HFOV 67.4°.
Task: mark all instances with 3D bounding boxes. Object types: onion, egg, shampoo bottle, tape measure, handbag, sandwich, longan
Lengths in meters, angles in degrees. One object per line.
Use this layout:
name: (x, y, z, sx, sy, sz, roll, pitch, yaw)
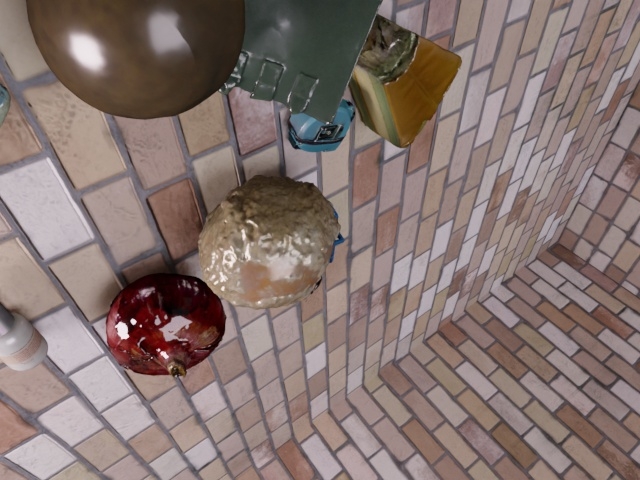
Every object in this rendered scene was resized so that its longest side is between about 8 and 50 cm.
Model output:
onion: (-0.310, 0.186, 0.993, 0.252, 0.219, 0.252, -20, 136, -20)
egg: (-0.103, 0.003, 0.973, 0.310, 0.279, 0.279, -46, 155, -44)
shampoo bottle: (-0.548, 0.155, 0.831, 0.074, 0.074, 0.192, -31, 144, -20)
tape measure: (0.001, -0.243, 0.988, 0.146, 0.081, 0.125, -12, 152, -36)
handbag: (-0.051, -0.329, 0.737, 0.247, 0.079, 0.260, 18, 118, -14)
sandwich: (0.135, -0.321, 0.990, 0.198, 0.155, 0.227, 0, 126, -45)
longan: (-0.221, -0.274, 0.586, 0.258, 0.258, 0.258, -28, 143, -24)

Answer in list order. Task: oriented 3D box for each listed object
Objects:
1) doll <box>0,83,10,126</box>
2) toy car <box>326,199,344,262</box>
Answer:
doll: (-0.445, -0.198, 0.564, 0.103, 0.071, 0.214, -33, 148, -15)
toy car: (0.000, 0.000, 1.233, 0.097, 0.100, 0.191, -19, 134, -28)
